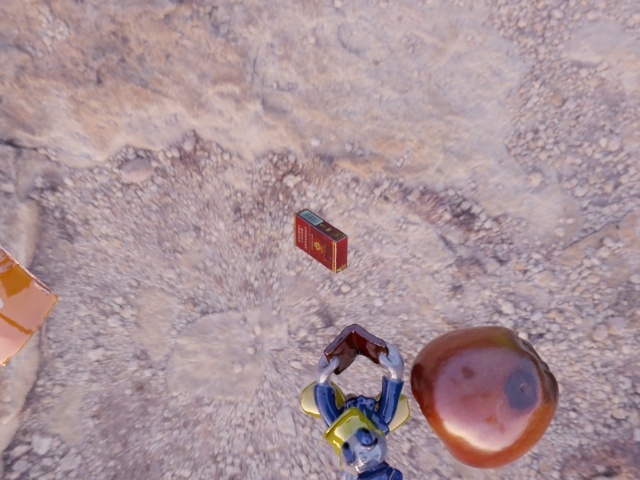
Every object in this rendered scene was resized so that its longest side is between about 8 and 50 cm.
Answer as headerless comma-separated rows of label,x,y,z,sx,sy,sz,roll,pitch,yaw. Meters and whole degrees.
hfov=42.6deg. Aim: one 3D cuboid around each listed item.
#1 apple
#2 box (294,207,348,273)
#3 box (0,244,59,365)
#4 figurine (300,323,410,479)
apple,0.260,0.236,1.309,0.230,0.230,0.230,1,83,-4
box,0.000,0.000,1.046,0.023,0.051,0.082,-29,45,-31
box,-0.602,0.041,1.299,0.341,0.225,0.143,18,62,42
figurine,0.082,0.283,1.320,0.204,0.338,0.283,1,109,-5
